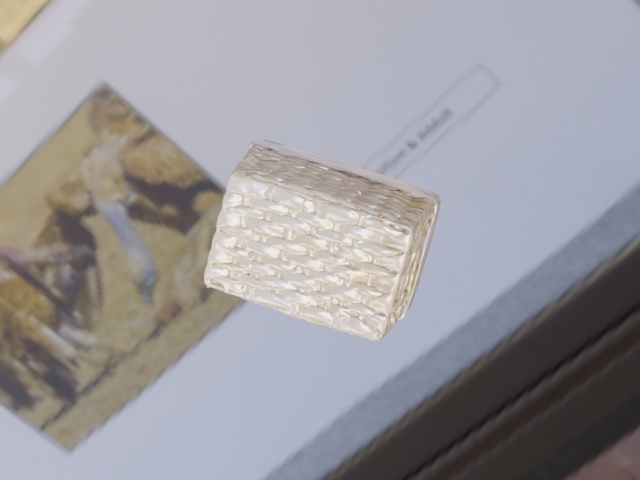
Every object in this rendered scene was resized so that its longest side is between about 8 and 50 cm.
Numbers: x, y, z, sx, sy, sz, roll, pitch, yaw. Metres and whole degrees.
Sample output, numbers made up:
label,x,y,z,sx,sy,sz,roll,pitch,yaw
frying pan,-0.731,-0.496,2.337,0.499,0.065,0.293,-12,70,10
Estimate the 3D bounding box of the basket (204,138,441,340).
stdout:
label,x,y,z,sx,sy,sz,roll,pitch,yaw
basket,0.000,0.000,1.163,0.103,0.167,0.113,-52,-22,-72
